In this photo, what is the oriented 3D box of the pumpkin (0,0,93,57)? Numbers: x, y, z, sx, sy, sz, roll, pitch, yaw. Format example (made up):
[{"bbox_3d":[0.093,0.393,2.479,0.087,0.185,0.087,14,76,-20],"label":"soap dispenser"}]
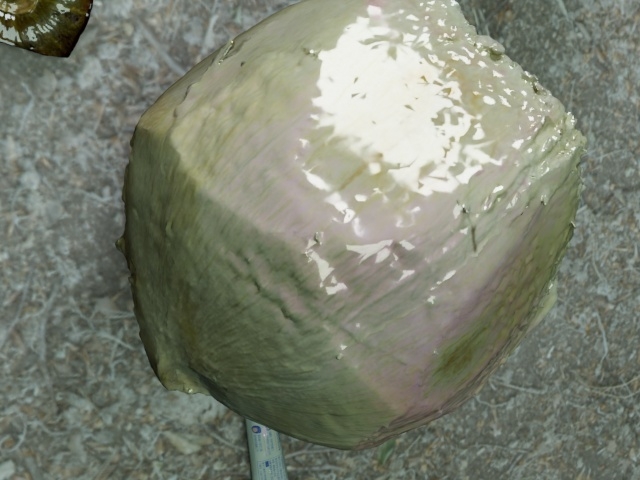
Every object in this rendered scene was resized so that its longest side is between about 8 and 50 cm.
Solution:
[{"bbox_3d":[-0.269,-0.211,0.810,0.101,0.035,0.073,15,108,-29],"label":"pumpkin"}]

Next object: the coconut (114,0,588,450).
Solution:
[{"bbox_3d":[0.000,0.000,0.786,0.404,0.404,0.405,-6,105,-22],"label":"coconut"}]

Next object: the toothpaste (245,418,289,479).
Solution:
[{"bbox_3d":[-0.065,0.236,1.011,0.052,0.033,0.218,-13,111,-16],"label":"toothpaste"}]
